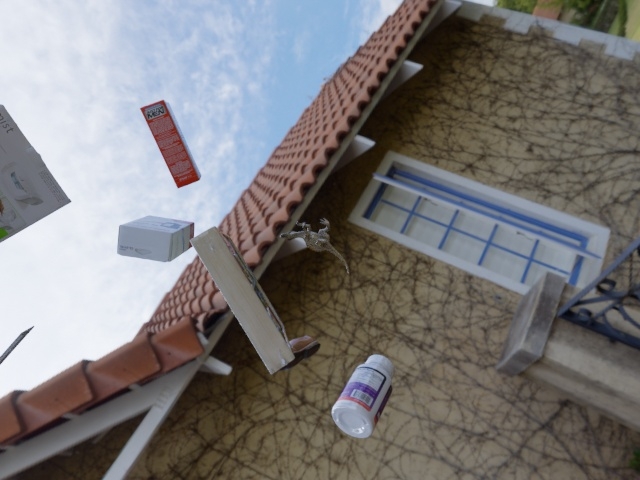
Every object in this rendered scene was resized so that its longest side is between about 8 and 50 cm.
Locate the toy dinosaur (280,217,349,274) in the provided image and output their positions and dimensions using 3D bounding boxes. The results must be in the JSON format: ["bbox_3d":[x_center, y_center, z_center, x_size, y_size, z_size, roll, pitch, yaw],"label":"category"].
[{"bbox_3d":[0.000,0.000,1.012,0.053,0.183,0.093,-58,-11,-39],"label":"toy dinosaur"}]

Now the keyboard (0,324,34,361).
[{"bbox_3d":[-0.980,0.366,1.355,0.256,0.014,0.072,-47,14,2],"label":"keyboard"}]

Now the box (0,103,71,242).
[{"bbox_3d":[-0.766,-0.140,1.011,0.231,0.126,0.262,-47,-56,-38],"label":"box"}]

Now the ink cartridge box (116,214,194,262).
[{"bbox_3d":[-0.396,-0.008,1.081,0.175,0.127,0.072,-91,10,-80],"label":"ink cartridge box"}]

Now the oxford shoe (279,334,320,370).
[{"bbox_3d":[-0.101,0.388,1.531,0.212,0.076,0.076,-14,-47,-44],"label":"oxford shoe"}]

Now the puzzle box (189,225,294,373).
[{"bbox_3d":[-0.157,0.108,0.939,0.052,0.272,0.409,-31,3,-8],"label":"puzzle box"}]

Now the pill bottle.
[{"bbox_3d":[0.115,0.375,1.088,0.193,0.108,0.108,-44,-28,-50],"label":"pill bottle"}]

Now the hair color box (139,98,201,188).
[{"bbox_3d":[-0.304,-0.197,0.906,0.093,0.053,0.167,-133,22,-72],"label":"hair color box"}]
